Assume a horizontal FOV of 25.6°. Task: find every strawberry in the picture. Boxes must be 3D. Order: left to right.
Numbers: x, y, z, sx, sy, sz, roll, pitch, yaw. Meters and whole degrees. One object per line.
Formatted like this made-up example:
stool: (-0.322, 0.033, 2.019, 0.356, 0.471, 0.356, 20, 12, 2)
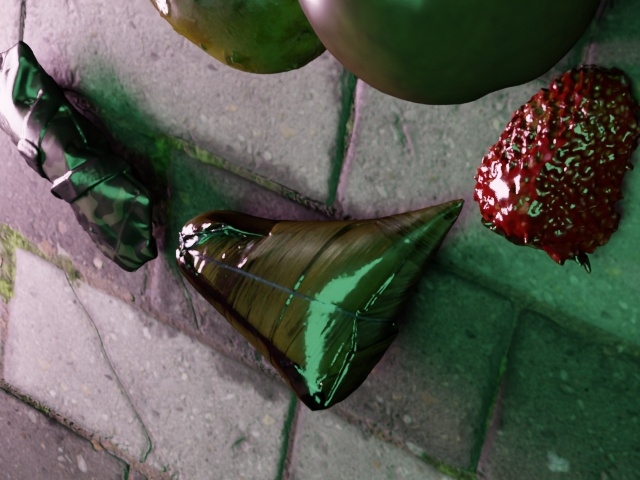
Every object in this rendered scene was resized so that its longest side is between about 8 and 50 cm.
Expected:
strawberry: (0.224, -0.076, 1.411, 0.167, 0.087, 0.208, 20, 117, 30)

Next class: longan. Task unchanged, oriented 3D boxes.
longan: (0.113, -0.283, 1.272, 0.319, 0.319, 0.318, 14, 116, 31)

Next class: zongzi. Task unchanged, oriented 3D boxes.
zongzi: (0.000, 0.000, 1.592, 0.286, 0.138, 0.300, 44, 114, 23)

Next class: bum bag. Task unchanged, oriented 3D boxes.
bum bag: (-0.316, -0.107, 1.788, 0.340, 0.095, 0.144, 50, 144, 10)

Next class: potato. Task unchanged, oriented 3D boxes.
potato: (-0.089, -0.303, 1.491, 0.307, 0.173, 0.210, 39, 131, 20)
